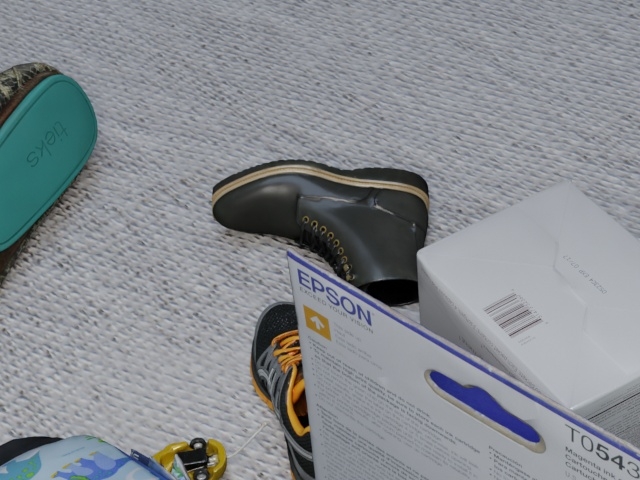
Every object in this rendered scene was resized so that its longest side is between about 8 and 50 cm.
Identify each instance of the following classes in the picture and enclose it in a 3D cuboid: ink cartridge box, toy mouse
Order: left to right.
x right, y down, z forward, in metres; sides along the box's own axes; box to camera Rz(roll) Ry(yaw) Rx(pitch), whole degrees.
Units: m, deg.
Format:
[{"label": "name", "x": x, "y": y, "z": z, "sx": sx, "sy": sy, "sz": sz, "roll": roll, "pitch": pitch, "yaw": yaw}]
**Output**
[{"label": "toy mouse", "x": -0.101, "y": 0.217, "z": 1.316, "sx": 0.161, "sy": 0.031, "sz": 0.143, "roll": -12, "pitch": 43, "yaw": -7}, {"label": "ink cartridge box", "x": 0.128, "y": 0.172, "z": 1.124, "sx": 0.324, "sy": 0.330, "sz": 0.071, "roll": 30, "pitch": 53, "yaw": 31}]

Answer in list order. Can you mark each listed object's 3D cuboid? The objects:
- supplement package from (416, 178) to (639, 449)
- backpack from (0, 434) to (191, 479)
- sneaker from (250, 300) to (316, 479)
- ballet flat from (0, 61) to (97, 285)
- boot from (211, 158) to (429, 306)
[{"label": "supplement package", "x": 0.185, "y": 0.106, "z": 1.282, "sx": 0.149, "sy": 0.203, "sz": 0.194, "roll": -25, "pitch": 45, "yaw": -19}, {"label": "backpack", "x": -0.155, "y": 0.270, "z": 1.084, "sx": 0.290, "sy": 0.273, "sz": 0.355, "roll": -30, "pitch": 48, "yaw": -30}, {"label": "sneaker", "x": -0.006, "y": 0.116, "z": 1.380, "sx": 0.084, "sy": 0.083, "sz": 0.215, "roll": -15, "pitch": 42, "yaw": -8}, {"label": "ballet flat", "x": -0.358, "y": 0.010, "z": 1.503, "sx": 0.182, "sy": 0.164, "sz": 0.483, "roll": -11, "pitch": 32, "yaw": 27}, {"label": "boot", "x": 0.000, "y": 0.000, "z": 1.516, "sx": 0.198, "sy": 0.077, "sz": 0.137, "roll": -4, "pitch": 48, "yaw": 3}]
